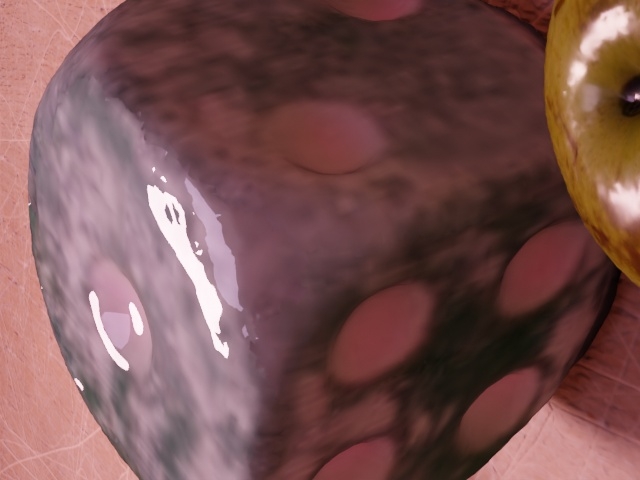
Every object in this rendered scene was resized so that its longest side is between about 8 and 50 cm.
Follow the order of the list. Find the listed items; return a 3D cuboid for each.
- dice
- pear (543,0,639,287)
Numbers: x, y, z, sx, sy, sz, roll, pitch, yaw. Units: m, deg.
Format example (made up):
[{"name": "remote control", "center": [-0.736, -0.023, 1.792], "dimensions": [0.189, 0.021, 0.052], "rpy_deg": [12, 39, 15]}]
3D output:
[{"name": "dice", "center": [0.000, 0.000, 0.996], "dimensions": [0.330, 0.348, 0.328], "rpy_deg": [46, 141, 37]}, {"name": "pear", "center": [0.251, -0.086, 0.659], "dimensions": [0.284, 0.284, 0.283], "rpy_deg": [26, 120, 55]}]
